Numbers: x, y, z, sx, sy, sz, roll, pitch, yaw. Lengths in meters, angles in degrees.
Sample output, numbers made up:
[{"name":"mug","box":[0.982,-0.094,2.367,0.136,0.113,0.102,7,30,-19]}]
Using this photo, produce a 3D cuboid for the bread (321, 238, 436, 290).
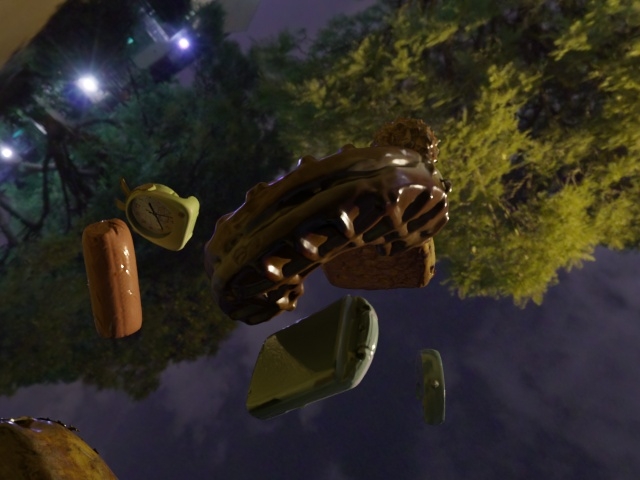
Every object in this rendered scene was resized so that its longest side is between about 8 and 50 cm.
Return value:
[{"name":"bread","box":[0.107,0.012,1.097,0.234,0.210,0.099,-2,-125,15]}]

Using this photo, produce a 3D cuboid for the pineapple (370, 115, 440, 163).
[{"name":"pineapple","box":[0.180,-0.188,1.218,0.166,0.166,0.193,-37,176,4]}]

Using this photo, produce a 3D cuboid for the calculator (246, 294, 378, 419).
[{"name":"calculator","box":[-0.019,0.164,0.765,0.246,0.045,0.141,-32,-150,35]}]

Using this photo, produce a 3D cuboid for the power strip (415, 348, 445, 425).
[{"name":"power strip","box":[0.229,0.300,1.157,0.044,0.137,0.216,1,177,4]}]

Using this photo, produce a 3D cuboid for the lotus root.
[{"name":"lotus root","box":[-0.368,0.394,0.765,0.397,0.195,0.179,38,-64,35]}]

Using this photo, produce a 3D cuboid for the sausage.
[{"name":"sausage","box":[-0.526,0.097,1.393,0.121,0.305,0.121,-1,-162,0]}]

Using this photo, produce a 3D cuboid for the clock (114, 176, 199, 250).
[{"name":"clock","box":[-0.453,-0.083,1.489,0.069,0.231,0.170,-67,-176,-53]}]

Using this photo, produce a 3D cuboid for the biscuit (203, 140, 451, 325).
[{"name":"biscuit","box":[0.002,-0.009,0.751,0.366,0.268,0.115,-31,-112,9]}]
